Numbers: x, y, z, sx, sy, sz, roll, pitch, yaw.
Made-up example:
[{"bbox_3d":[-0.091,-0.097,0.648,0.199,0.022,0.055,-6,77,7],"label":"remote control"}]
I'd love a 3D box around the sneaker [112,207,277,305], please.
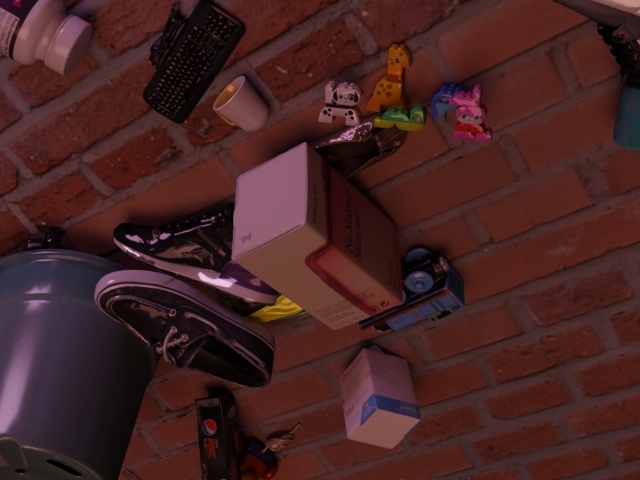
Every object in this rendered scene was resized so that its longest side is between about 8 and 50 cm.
[{"bbox_3d":[-0.182,-0.001,1.281,0.283,0.107,0.124,18,95,11],"label":"sneaker"}]

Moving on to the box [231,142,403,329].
[{"bbox_3d":[0.000,0.000,1.147,0.127,0.148,0.232,-24,137,28],"label":"box"}]

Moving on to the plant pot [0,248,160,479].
[{"bbox_3d":[-0.427,0.248,1.300,0.341,0.334,0.341,0,133,0],"label":"plant pot"}]

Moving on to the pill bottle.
[{"bbox_3d":[-0.412,-0.304,1.095,0.194,0.108,0.108,29,125,-9],"label":"pill bottle"}]

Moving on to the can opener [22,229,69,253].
[{"bbox_3d":[-0.468,0.057,1.389,0.073,0.059,0.186,8,133,-14],"label":"can opener"}]

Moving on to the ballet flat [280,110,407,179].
[{"bbox_3d":[0.013,-0.108,1.168,0.250,0.058,0.084,-24,116,26],"label":"ballet flat"}]

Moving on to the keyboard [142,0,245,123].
[{"bbox_3d":[-0.192,-0.246,1.131,0.100,0.038,0.192,34,123,-11],"label":"keyboard"}]

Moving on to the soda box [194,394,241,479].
[{"bbox_3d":[-0.184,0.367,1.481,0.053,0.060,0.168,-10,78,19],"label":"soda box"}]

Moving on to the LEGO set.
[{"bbox_3d":[0.117,-0.200,1.069,0.227,0.087,0.093,9,123,14],"label":"LEGO set"}]

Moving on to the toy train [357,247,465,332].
[{"bbox_3d":[0.131,0.086,1.267,0.184,0.080,0.105,-29,120,27],"label":"toy train"}]

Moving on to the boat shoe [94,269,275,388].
[{"bbox_3d":[-0.206,0.146,1.251,0.301,0.102,0.108,29,121,-20],"label":"boat shoe"}]

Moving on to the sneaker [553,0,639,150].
[{"bbox_3d":[0.384,-0.204,0.989,0.296,0.123,0.178,21,116,-4],"label":"sneaker"}]

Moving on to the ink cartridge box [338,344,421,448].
[{"bbox_3d":[0.095,0.254,1.359,0.090,0.143,0.092,19,128,-23],"label":"ink cartridge box"}]

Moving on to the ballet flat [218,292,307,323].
[{"bbox_3d":[-0.117,0.108,1.336,0.231,0.077,0.077,-22,119,17],"label":"ballet flat"}]

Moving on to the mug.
[{"bbox_3d":[-0.108,-0.188,1.149,0.064,0.078,0.062,41,90,-26],"label":"mug"}]

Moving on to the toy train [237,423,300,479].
[{"bbox_3d":[-0.136,0.445,1.531,0.105,0.143,0.248,40,123,-16],"label":"toy train"}]
